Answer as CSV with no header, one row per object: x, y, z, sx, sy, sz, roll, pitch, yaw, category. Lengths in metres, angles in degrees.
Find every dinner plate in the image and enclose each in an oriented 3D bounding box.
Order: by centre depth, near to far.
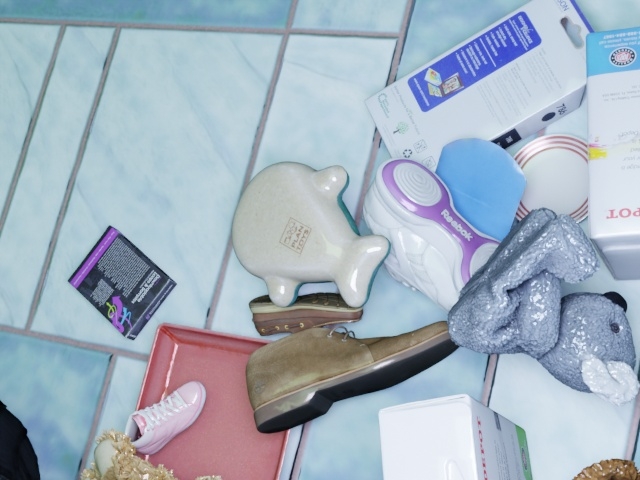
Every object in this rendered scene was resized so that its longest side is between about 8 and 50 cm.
0.321,-0.079,1.509,0.141,0.017,0.141,-8,70,21,dinner plate

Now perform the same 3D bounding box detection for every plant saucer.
-0.151,0.264,1.594,0.259,0.048,0.258,7,76,26,plant saucer

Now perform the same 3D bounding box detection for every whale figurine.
0.000,0.000,1.546,0.272,0.141,0.216,28,97,40,whale figurine

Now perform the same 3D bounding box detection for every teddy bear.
-0.206,0.403,1.514,0.338,0.113,0.245,22,108,25,teddy bear

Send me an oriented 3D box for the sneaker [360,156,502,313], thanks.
0.169,0.031,1.505,0.114,0.152,0.305,-28,75,-33,sneaker

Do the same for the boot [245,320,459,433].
0.041,0.154,1.488,0.305,0.112,0.115,-20,63,4,boot

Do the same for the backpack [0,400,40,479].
-0.544,0.329,1.595,0.273,0.290,0.355,-52,19,15,backpack

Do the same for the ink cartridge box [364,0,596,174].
0.241,-0.211,1.565,0.333,0.065,0.165,-30,63,15,ink cartridge box

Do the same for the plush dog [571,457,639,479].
0.347,0.374,1.239,0.225,0.211,0.262,22,84,33,plush dog

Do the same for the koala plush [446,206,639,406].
0.291,0.104,1.338,0.221,0.196,0.203,42,96,-4,koala plush

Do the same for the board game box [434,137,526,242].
0.217,-0.060,1.515,0.133,0.033,0.168,29,117,29,board game box

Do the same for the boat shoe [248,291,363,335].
-0.018,0.110,1.583,0.178,0.064,0.060,-2,103,26,boat shoe

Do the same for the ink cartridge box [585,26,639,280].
0.443,-0.105,1.358,0.198,0.197,0.270,-3,71,22,ink cartridge box

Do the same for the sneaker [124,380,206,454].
-0.225,0.250,1.566,0.134,0.070,0.051,-45,59,4,sneaker

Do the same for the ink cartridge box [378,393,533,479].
0.172,0.307,1.301,0.115,0.273,0.198,-13,68,21,ink cartridge box

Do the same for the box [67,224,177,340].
-0.316,0.067,1.747,0.162,0.029,0.116,39,92,31,box
